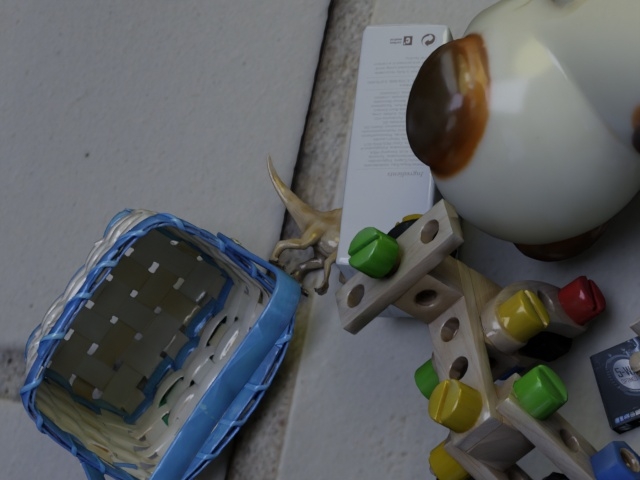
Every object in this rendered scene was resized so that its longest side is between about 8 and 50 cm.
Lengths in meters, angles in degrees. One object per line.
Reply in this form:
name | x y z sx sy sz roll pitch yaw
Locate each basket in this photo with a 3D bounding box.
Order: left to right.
basket | -0.132 0.100 1.576 0.255 0.201 0.289 -54 21 3

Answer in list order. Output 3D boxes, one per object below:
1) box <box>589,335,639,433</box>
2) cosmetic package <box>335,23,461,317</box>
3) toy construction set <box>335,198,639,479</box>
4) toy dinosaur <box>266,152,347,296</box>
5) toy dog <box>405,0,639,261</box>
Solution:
box | 0.264 0.109 1.451 0.083 0.018 0.067 -25 59 23
cosmetic package | 0.075 -0.059 1.566 0.085 0.117 0.231 1 64 17
toy construction set | 0.144 0.082 1.348 0.309 0.237 0.257 -18 43 45
toy dinosaur | 0.000 0.000 1.659 0.183 0.053 0.092 33 75 30
toy dog | 0.272 -0.126 1.401 0.408 0.284 0.395 -20 58 32
